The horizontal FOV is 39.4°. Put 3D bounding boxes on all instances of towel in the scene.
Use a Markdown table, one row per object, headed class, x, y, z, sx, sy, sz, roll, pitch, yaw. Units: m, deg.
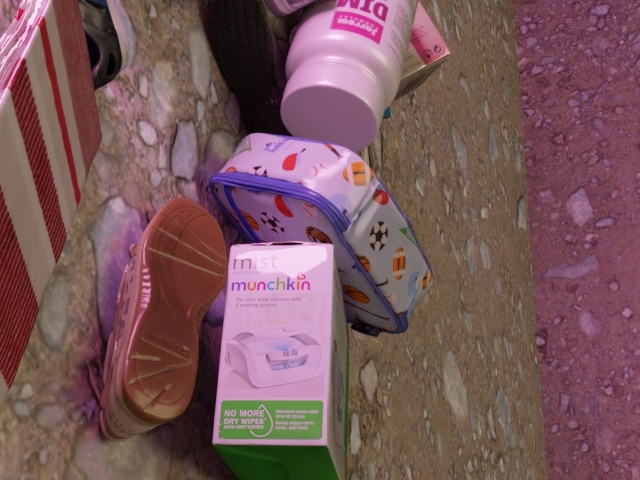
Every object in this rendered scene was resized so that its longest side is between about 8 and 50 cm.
| class | x | y | z | sx | sy | sz | roll | pitch | yaw |
| --- | --- | --- | --- | --- | --- | --- | --- | --- | --- |
| towel | -0.249 | -0.042 | 0.731 | 0.237 | 0.037 | 0.329 | 97 | 1 | -54 |

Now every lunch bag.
| class | x | y | z | sx | sy | sz | roll | pitch | yaw |
| --- | --- | --- | --- | --- | --- | --- | --- | --- | --- |
| lunch bag | 0.000 | 0.000 | 1.165 | 0.115 | 0.243 | 0.303 | -56 | 137 | -27 |

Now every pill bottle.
| class | x | y | z | sx | sy | sz | roll | pitch | yaw |
| --- | --- | --- | --- | --- | --- | --- | --- | --- | --- |
| pill bottle | 0.041 | -0.270 | 1.252 | 0.160 | 0.160 | 0.283 | 55 | 39 | -44 |

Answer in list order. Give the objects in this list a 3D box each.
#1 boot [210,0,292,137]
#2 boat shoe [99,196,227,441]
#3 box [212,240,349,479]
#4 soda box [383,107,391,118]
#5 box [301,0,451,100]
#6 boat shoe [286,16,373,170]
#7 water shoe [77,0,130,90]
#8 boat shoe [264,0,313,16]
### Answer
| class | x | y | z | sx | sy | sz | roll | pitch | yaw |
| --- | --- | --- | --- | --- | --- | --- | --- | --- | --- |
| boot | -0.081 | -0.261 | 1.289 | 0.161 | 0.083 | 0.246 | -71 | 151 | -57 |
| boat shoe | -0.172 | 0.071 | 0.931 | 0.104 | 0.089 | 0.285 | 35 | 40 | -23 |
| box | -0.037 | 0.163 | 1.046 | 0.262 | 0.127 | 0.231 | 78 | 13 | -60 |
| soda box | 0.071 | -0.325 | 1.663 | 0.071 | 0.067 | 0.210 | -16 | 95 | -67 |
| box | 0.086 | -0.354 | 1.480 | 0.232 | 0.127 | 0.148 | 59 | -18 | 2 |
| boat shoe | 0.019 | -0.208 | 1.434 | 0.103 | 0.113 | 0.302 | -70 | 144 | -59 |
| water shoe | -0.252 | -0.245 | 0.877 | 0.203 | 0.073 | 0.080 | 65 | 29 | -29 |
| boat shoe | -0.017 | -0.457 | 1.252 | 0.118 | 0.103 | 0.320 | 48 | 42 | -51 |
